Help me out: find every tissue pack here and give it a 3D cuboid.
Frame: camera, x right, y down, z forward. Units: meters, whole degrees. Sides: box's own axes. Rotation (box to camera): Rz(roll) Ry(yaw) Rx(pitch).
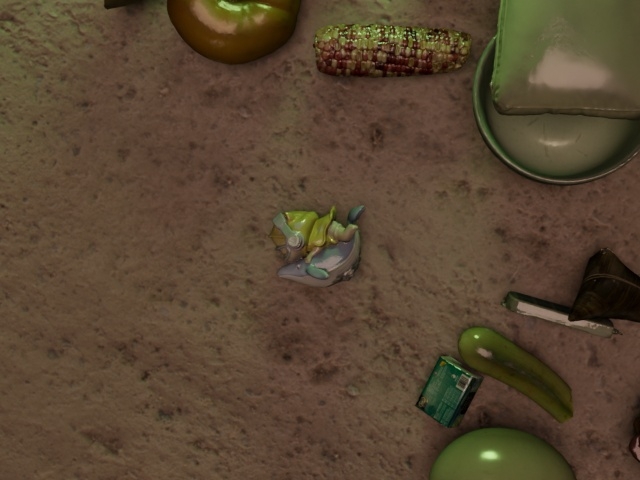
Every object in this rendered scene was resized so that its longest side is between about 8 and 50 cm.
[{"bbox_3d":[0.250,0.287,1.571,0.085,0.079,0.111,31,100,35],"label":"tissue pack"}]

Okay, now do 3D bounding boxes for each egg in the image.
[{"bbox_3d":[0.332,0.451,1.500,0.269,0.219,0.219,11,97,6],"label":"egg"}]

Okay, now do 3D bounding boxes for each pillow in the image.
[{"bbox_3d":[0.404,-0.353,1.304,0.256,0.120,0.322,4,85,10],"label":"pillow"}]

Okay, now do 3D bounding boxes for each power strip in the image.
[{"bbox_3d":[0.447,0.138,1.523,0.227,0.080,0.029,16,99,5],"label":"power strip"}]

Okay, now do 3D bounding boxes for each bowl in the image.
[{"bbox_3d":[0.416,-0.239,1.431,0.307,0.163,0.307,-1,84,7],"label":"bowl"}]

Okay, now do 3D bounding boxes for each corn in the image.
[{"bbox_3d":[0.130,-0.348,1.508,0.290,0.098,0.098,0,96,4],"label":"corn"}]

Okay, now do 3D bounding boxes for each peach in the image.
[{"bbox_3d":[-0.157,-0.448,1.512,0.251,0.153,0.251,-2,104,-7],"label":"peach"}]

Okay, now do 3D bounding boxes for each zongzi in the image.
[{"bbox_3d":[0.538,0.131,1.468,0.187,0.184,0.084,36,142,0],"label":"zongzi"}]

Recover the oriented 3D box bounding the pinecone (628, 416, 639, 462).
[{"bbox_3d":[0.691,0.354,1.434,0.264,0.264,0.264,1,96,7],"label":"pinecone"}]

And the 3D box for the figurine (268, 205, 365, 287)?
[{"bbox_3d":[0.000,0.000,1.549,0.208,0.128,0.184,-43,87,1],"label":"figurine"}]

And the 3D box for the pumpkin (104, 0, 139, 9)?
[{"bbox_3d":[-0.317,-0.515,1.500,0.110,0.217,0.217,11,98,-11],"label":"pumpkin"}]

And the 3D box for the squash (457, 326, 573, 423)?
[{"bbox_3d":[0.369,0.245,1.549,0.250,0.083,0.083,33,99,0],"label":"squash"}]
